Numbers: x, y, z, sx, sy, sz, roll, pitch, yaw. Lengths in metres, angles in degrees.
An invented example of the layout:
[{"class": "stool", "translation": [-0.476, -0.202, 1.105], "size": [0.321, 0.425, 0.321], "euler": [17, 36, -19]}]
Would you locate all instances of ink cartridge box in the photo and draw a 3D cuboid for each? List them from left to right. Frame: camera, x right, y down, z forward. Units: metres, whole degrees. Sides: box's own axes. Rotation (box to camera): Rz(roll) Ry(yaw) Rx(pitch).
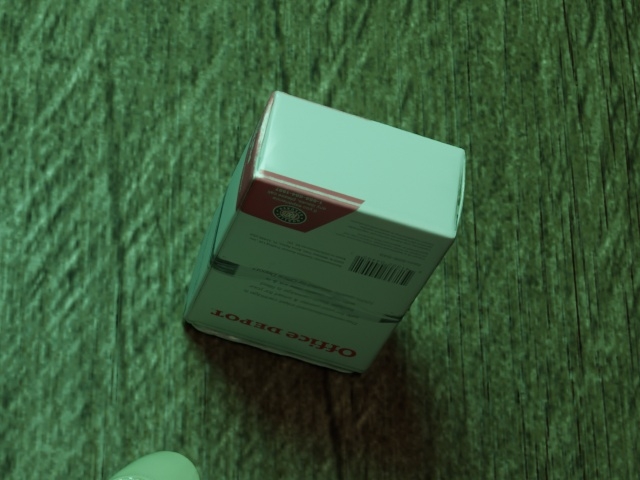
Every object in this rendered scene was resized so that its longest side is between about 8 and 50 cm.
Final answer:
[{"class": "ink cartridge box", "translation": [0.000, 0.000, 1.467], "size": [0.158, 0.218, 0.092], "euler": [17, 53, -9]}]

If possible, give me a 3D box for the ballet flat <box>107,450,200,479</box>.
[{"class": "ballet flat", "translation": [-0.155, 0.239, 1.359], "size": [0.086, 0.086, 0.248], "euler": [28, 57, -2]}]
